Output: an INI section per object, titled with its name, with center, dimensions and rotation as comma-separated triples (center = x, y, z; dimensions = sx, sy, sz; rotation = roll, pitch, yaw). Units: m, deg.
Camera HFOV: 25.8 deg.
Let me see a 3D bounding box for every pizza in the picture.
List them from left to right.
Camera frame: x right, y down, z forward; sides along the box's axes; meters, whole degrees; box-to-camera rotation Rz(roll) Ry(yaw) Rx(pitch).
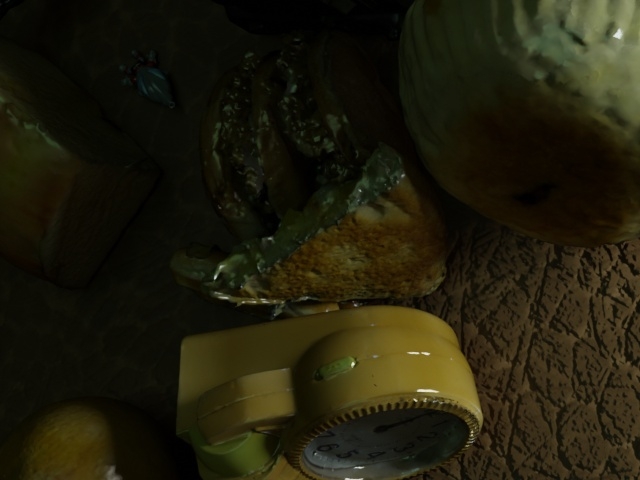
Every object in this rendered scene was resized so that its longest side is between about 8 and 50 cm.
[pizza]
center = 0.000, 0.000, 1.556
dimensions = 0.288, 0.280, 0.075
rotation = -13, 58, -2

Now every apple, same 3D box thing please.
[apple]
center = -0.384, -0.120, 1.859
dimensions = 0.309, 0.314, 0.252
rotation = 39, 59, 21

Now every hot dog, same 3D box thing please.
[hot dog]
center = -0.068, 0.059, 1.716
dimensions = 0.269, 0.109, 0.072
rotation = 15, 81, 23

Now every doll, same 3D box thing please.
[doll]
center = -0.226, -0.214, 1.869
dimensions = 0.057, 0.039, 0.114
rotation = -28, 54, -24

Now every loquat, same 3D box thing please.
[loquat]
center = -0.278, 0.317, 1.713
dimensions = 0.275, 0.275, 0.275
rotation = -4, 82, 26

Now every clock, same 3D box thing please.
[clock]
center = 0.021, 0.185, 1.588
dimensions = 0.317, 0.244, 0.200
rotation = -19, 60, 19

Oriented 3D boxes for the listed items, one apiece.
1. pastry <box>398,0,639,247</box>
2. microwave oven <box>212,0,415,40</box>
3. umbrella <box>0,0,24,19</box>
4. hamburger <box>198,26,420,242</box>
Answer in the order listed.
[pastry]
center = 0.277, -0.183, 1.449
dimensions = 0.388, 0.388, 0.312
rotation = -2, 53, 26
[microwave oven]
center = -0.032, -0.386, 1.597
dimensions = 0.333, 0.394, 0.247
rotation = 6, 85, 27
[umbrella]
center = -0.360, -0.383, 1.874
dimensions = 0.358, 0.113, 0.106
rotation = -42, 74, -5
[hamburger]
center = -0.019, -0.117, 1.628
dimensions = 0.211, 0.260, 0.245
rotation = -19, 103, 24
